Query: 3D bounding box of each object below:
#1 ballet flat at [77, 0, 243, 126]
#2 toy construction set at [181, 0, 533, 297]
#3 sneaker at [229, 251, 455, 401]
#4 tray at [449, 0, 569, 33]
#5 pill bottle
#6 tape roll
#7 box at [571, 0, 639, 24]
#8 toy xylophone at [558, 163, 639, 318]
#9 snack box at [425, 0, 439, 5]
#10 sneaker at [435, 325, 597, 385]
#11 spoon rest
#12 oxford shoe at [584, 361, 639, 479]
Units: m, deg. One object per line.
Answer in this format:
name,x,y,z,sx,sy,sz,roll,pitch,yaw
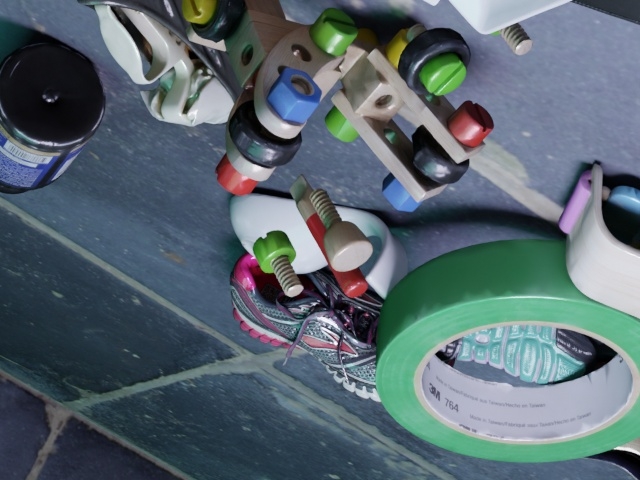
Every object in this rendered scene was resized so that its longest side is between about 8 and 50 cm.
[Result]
ballet flat,-0.145,-0.173,1.382,0.095,0.096,0.280,2,148,39
toy construction set,-0.008,-0.125,1.264,0.237,0.257,0.309,61,154,32
sneaker,0.021,0.104,1.766,0.299,0.121,0.112,19,153,12
tray,0.065,-0.262,1.013,0.270,0.030,0.145,45,164,-13
pill bottle,-0.324,-0.126,1.609,0.123,0.123,0.219,31,155,-14
tape roll,0.219,0.126,1.543,0.321,0.077,0.321,3,142,3
box,0.202,-0.227,1.009,0.184,0.045,0.191,23,160,9
toy xylophone,0.379,0.027,1.327,0.322,0.081,0.236,25,156,-2
snack box,0.025,-0.251,1.108,0.178,0.064,0.022,28,157,-8
sneaker,0.211,0.108,1.690,0.223,0.083,0.098,12,-170,3
spoon rest,0.000,0.000,1.648,0.276,0.084,0.137,17,157,47
oxford shoe,0.450,0.268,1.690,0.348,0.130,0.123,22,156,6
